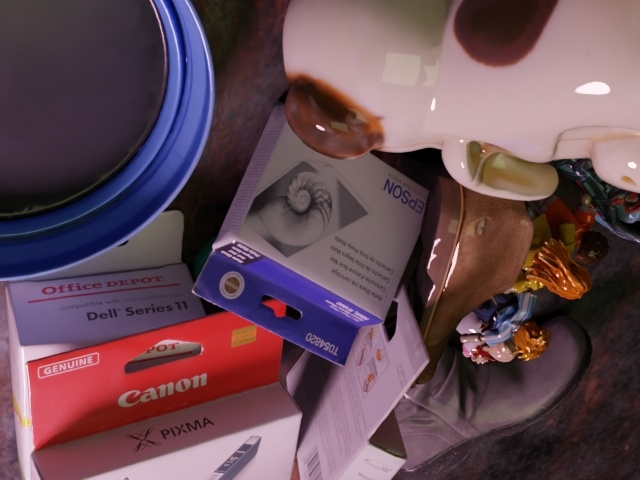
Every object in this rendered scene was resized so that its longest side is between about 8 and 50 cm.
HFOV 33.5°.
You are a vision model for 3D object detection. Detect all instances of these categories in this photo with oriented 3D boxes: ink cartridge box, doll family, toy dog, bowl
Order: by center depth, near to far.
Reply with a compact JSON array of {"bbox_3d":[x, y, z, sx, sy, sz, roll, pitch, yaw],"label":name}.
[{"bbox_3d":[-0.296,-0.139,0.979,0.391,0.077,0.391,-12,128,-15],"label":"bowl"},{"bbox_3d":[0.163,-0.164,0.982,0.395,0.408,0.284,2,93,-68],"label":"toy dog"},{"bbox_3d":[0.000,0.000,1.151,0.223,0.045,0.223,29,79,-32],"label":"ink cartridge box"},{"bbox_3d":[-0.163,0.209,1.155,0.296,0.066,0.261,-13,132,-26],"label":"ink cartridge box"},{"bbox_3d":[-0.241,0.147,1.202,0.207,0.119,0.353,-7,128,-19],"label":"ink cartridge box"},{"bbox_3d":[0.053,0.161,1.232,0.060,0.275,0.239,29,111,-20],"label":"ink cartridge box"},{"bbox_3d":[0.225,0.051,1.254,0.118,0.163,0.263,-10,141,-57],"label":"doll family"}]

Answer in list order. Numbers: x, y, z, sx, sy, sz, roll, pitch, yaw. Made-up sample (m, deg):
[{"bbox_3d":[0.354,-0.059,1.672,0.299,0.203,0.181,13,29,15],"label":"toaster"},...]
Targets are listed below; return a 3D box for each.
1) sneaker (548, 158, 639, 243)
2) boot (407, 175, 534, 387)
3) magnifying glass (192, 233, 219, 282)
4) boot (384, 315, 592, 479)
[{"bbox_3d":[0.353,-0.082,1.267,0.104,0.125,0.262,-45,130,8],"label":"sneaker"},{"bbox_3d":[0.156,0.063,1.189,0.115,0.112,0.305,5,134,-7],"label":"boot"},{"bbox_3d":[-0.046,-0.008,1.229,0.231,0.026,0.092,-33,131,7],"label":"magnifying glass"},{"bbox_3d":[0.189,0.168,1.412,0.338,0.118,0.222,-38,121,-2],"label":"boot"}]
